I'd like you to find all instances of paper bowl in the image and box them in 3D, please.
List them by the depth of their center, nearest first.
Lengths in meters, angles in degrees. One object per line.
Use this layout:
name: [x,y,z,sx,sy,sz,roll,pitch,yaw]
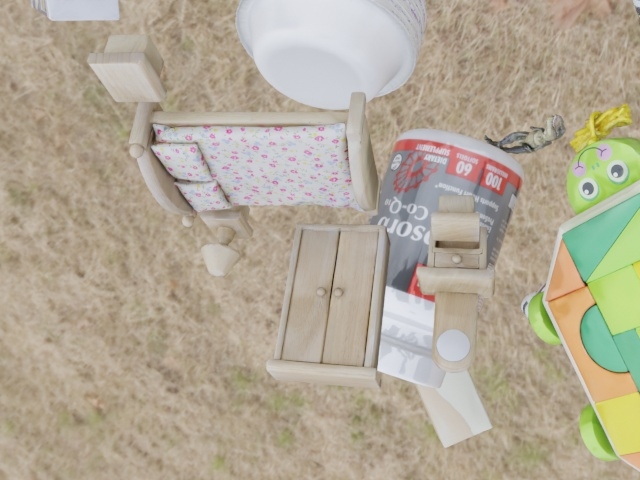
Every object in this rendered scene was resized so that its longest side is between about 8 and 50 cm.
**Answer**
paper bowl: [0.010,-0.308,1.034,0.284,0.148,0.284,15,161,5]

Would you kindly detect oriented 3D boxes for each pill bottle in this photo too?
pill bottle: [0.164,0.029,1.057,0.210,0.210,0.362,18,86,14]

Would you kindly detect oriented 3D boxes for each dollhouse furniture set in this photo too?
dollhouse furniture set: [0.000,0.000,0.597,0.304,0.173,0.355,2,154,14]

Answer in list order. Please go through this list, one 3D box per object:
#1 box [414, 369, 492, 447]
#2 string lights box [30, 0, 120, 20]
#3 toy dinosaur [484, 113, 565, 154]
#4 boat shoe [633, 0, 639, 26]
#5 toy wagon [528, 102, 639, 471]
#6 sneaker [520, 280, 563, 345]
box: [0.267,0.293,1.560,0.121,0.148,0.311,-24,90,1]
string lights box: [-0.303,-0.338,0.806,0.260,0.077,0.133,-143,48,-57]
toy dinosaur: [0.412,-0.202,1.410,0.118,0.268,0.064,-9,90,-3]
boat shoe: [0.682,-0.426,1.278,0.183,0.065,0.083,37,171,46]
toy wagon: [0.291,0.047,0.572,0.267,0.068,0.344,-40,67,53]
sneaker: [0.425,0.083,0.927,0.282,0.106,0.162,16,117,-27]
